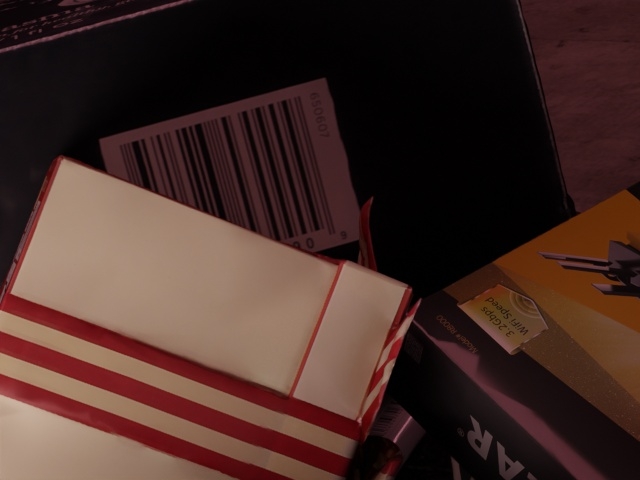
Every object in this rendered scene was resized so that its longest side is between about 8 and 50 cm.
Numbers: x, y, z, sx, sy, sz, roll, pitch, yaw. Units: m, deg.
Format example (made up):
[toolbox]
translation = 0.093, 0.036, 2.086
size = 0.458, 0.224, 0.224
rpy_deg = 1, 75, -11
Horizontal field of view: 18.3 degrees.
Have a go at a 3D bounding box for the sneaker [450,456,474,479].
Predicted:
[sneaker]
translation = 0.126, 0.142, 1.335
size = 0.094, 0.153, 0.235
rpy_deg = -11, 20, 11

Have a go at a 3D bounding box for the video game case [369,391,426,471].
[video game case]
translation = -0.022, 0.162, 1.439
size = 0.193, 0.023, 0.212
rpy_deg = 3, 47, 47

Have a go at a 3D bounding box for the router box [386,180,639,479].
[router box]
translation = 0.231, 0.115, 1.247
size = 0.243, 0.081, 0.309
rpy_deg = -27, 56, -31

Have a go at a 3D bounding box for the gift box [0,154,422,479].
[gift box]
translation = -0.077, 0.077, 1.230
size = 0.258, 0.276, 0.255
rpy_deg = 23, 2, -9

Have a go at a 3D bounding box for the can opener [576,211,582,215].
[can opener]
translation = 0.262, 0.028, 1.698
size = 0.093, 0.074, 0.280
rpy_deg = 15, 5, -33

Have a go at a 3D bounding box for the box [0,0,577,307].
[box]
translation = -0.099, -0.070, 1.578
size = 0.480, 0.297, 0.472
rpy_deg = -16, 11, -5
